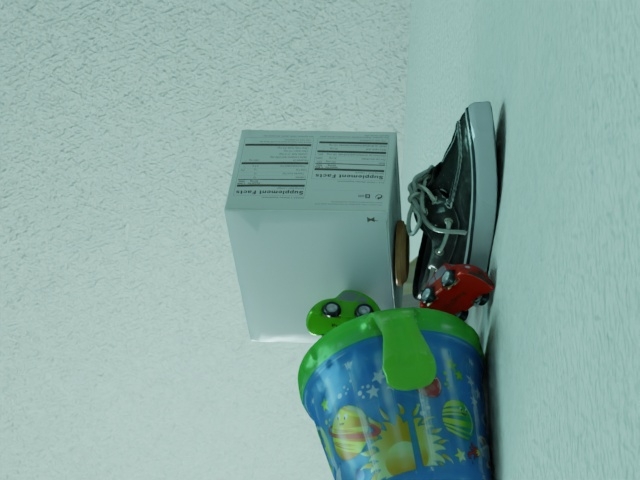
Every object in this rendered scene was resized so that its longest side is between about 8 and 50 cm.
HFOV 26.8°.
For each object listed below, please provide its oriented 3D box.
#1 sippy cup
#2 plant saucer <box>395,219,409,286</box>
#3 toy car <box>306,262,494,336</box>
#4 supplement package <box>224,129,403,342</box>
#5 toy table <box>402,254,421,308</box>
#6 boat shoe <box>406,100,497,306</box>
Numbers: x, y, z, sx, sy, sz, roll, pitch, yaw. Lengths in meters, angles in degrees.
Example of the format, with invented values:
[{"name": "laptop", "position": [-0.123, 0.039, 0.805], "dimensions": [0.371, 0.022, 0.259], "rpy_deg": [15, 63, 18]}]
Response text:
[{"name": "sippy cup", "position": [0.102, 0.235, 1.591], "dimensions": [0.305, 0.240, 0.224], "rpy_deg": [37, -150, -41]}, {"name": "plant saucer", "position": [0.104, 0.016, 1.696], "dimensions": [0.083, 0.013, 0.083], "rpy_deg": [1, -90, -83]}, {"name": "toy car", "position": [0.096, 0.095, 1.682], "dimensions": [0.239, 0.225, 0.053], "rpy_deg": [91, -174, -48]}, {"name": "supplement package", "position": [0.000, 0.000, 1.740], "dimensions": [0.262, 0.204, 0.145], "rpy_deg": [83, -169, -47]}, {"name": "toy table", "position": [0.128, 0.110, 1.991], "dimensions": [0.274, 0.160, 0.252], "rpy_deg": [79, -167, -86]}, {"name": "boat shoe", "position": [0.157, -0.040, 1.650], "dimensions": [0.306, 0.105, 0.113], "rpy_deg": [91, -179, -48]}]
